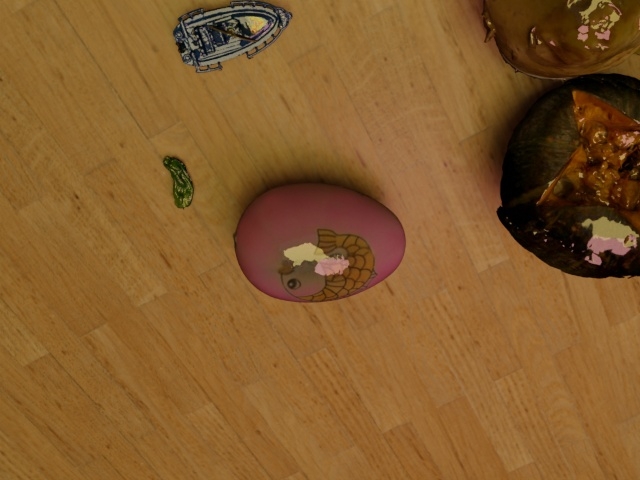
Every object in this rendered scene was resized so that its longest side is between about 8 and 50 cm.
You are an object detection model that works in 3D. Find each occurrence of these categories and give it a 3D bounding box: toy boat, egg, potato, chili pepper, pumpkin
[{"bbox_3d":[-0.122,-0.292,0.979,0.175,0.110,0.091,-17,117,0],"label":"toy boat"},{"bbox_3d":[0.000,0.000,1.095,0.271,0.196,0.196,-14,118,-13],"label":"egg"},{"bbox_3d":[0.356,-0.363,0.905,0.246,0.196,0.300,25,99,8],"label":"potato"},{"bbox_3d":[-0.227,-0.093,1.112,0.034,0.030,0.091,0,117,22],"label":"chili pepper"},{"bbox_3d":[0.430,-0.092,1.048,0.320,0.192,0.320,-1,79,5],"label":"pumpkin"}]

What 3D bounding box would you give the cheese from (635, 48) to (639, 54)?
[{"bbox_3d":[0.583,-0.326,1.056,0.270,0.069,0.177,2,137,8],"label":"cheese"}]
